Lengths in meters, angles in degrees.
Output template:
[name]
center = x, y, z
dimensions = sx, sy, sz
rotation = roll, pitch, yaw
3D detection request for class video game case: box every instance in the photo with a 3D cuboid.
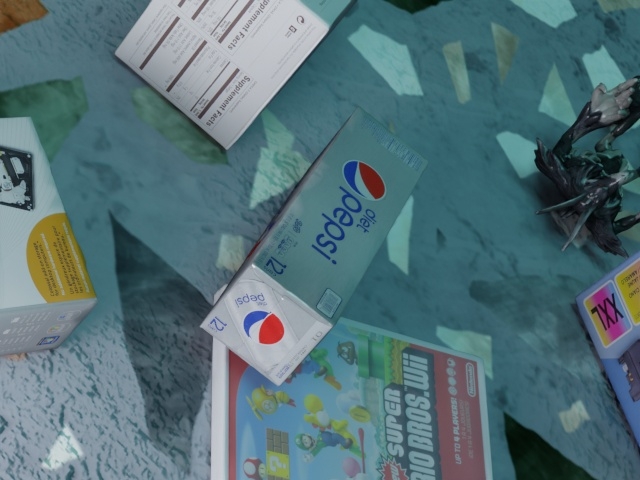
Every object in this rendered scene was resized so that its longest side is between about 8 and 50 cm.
[video game case]
center = 0.033, 0.164, 1.576
dimensions = 0.285, 0.025, 0.204
rotation = 17, 53, -26

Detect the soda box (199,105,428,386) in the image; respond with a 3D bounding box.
[soda box]
center = 0.000, 0.000, 1.585
dimensions = 0.091, 0.098, 0.286
rotation = 37, 38, -4

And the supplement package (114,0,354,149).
[supplement package]
center = -0.039, -0.253, 1.678
dimensions = 0.145, 0.204, 0.262
rotation = 41, 46, -4

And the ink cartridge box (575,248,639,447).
[ink cartridge box]
center = 0.447, 0.165, 1.702
dimensions = 0.151, 0.270, 0.395
rotation = -8, 66, -37

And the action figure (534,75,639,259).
[action figure]
center = 0.332, -0.094, 1.886
dimensions = 0.164, 0.141, 0.275
rotation = 48, 42, -1

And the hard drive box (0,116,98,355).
[hard drive box]
center = -0.318, 0.004, 1.385
dimensions = 0.232, 0.089, 0.181
rotation = -8, 66, -38
